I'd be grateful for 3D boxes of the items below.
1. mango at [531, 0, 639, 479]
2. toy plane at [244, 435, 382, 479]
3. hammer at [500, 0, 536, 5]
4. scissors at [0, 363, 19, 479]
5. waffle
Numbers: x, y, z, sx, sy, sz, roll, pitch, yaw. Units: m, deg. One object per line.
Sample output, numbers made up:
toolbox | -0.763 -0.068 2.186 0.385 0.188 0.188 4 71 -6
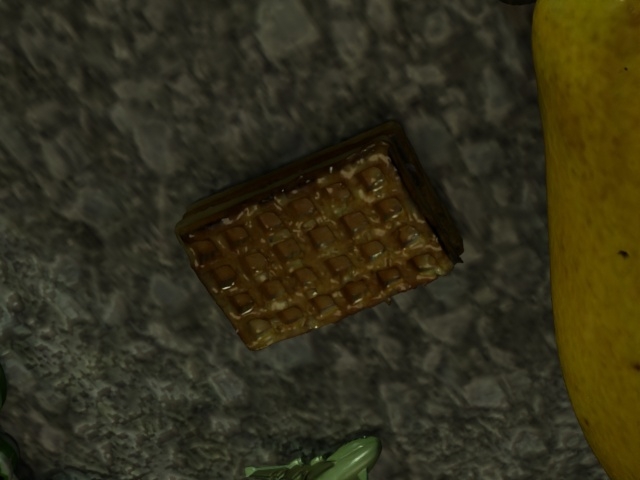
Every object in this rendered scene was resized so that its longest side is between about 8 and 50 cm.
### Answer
mango | 0.233 0.000 0.581 0.263 0.221 0.378 -19 111 20
toy plane | 0.001 0.170 0.817 0.111 0.040 0.102 -36 132 27
hammer | 0.066 -0.276 0.525 0.111 0.043 0.365 -10 123 11
scissors | -0.236 0.153 0.837 0.101 0.027 0.204 -15 122 16
waffle | 0.000 -0.001 0.703 0.148 0.042 0.102 -23 119 19
